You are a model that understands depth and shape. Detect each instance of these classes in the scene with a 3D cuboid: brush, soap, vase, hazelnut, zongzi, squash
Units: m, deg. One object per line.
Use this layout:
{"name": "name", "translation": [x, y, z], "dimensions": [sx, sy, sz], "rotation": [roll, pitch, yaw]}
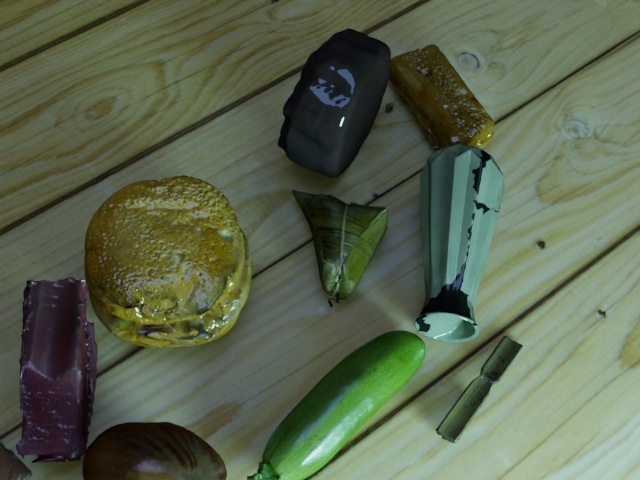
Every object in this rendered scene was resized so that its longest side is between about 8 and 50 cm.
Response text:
{"name": "brush", "translation": [0.276, 0.258, 1.671], "dimensions": [0.043, 0.036, 0.248], "rotation": [35, 54, 12]}
{"name": "soap", "translation": [-0.428, 0.225, 1.555], "dimensions": [0.112, 0.182, 0.289], "rotation": [-3, 53, -5]}
{"name": "vase", "translation": [0.251, 0.001, 1.770], "dimensions": [0.165, 0.165, 0.360], "rotation": [9, 61, 2]}
{"name": "hazelnut", "translation": [-0.255, 0.371, 1.464], "dimensions": [0.210, 0.210, 0.186], "rotation": [37, 104, 19]}
{"name": "zongzi", "translation": [-0.001, 0.003, 1.781], "dimensions": [0.204, 0.094, 0.205], "rotation": [20, 58, 14]}
{"name": "squash", "translation": [0.035, 0.273, 1.600], "dimensions": [0.107, 0.107, 0.395], "rotation": [41, 64, 20]}

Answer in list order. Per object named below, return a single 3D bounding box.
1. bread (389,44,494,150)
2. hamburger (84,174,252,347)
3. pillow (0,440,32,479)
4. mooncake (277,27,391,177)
{"name": "bread", "translation": [0.244, -0.287, 1.995], "dimensions": [0.139, 0.077, 0.271], "rotation": [-24, 60, -14]}
{"name": "hamburger", "translation": [-0.264, 0.045, 1.688], "dimensions": [0.289, 0.170, 0.314], "rotation": [-3, 57, -3]}
{"name": "pillow", "translation": [-0.586, 0.348, 1.544], "dimensions": [0.232, 0.043, 0.126], "rotation": [33, 60, 16]}
{"name": "mooncake", "translation": [0.026, -0.267, 1.851], "dimensions": [0.141, 0.283, 0.283], "rotation": [25, 59, 9]}
